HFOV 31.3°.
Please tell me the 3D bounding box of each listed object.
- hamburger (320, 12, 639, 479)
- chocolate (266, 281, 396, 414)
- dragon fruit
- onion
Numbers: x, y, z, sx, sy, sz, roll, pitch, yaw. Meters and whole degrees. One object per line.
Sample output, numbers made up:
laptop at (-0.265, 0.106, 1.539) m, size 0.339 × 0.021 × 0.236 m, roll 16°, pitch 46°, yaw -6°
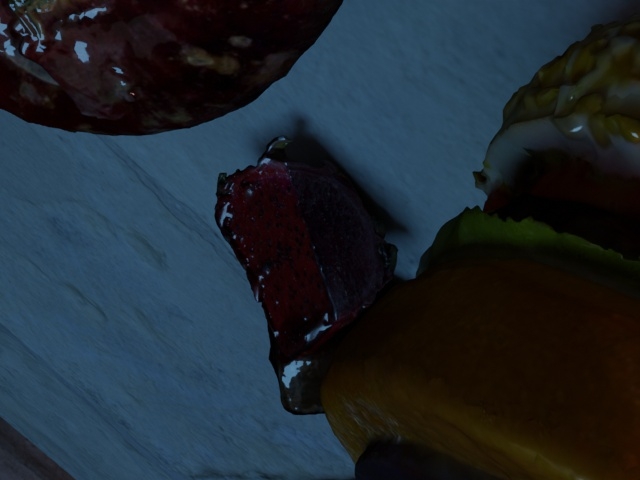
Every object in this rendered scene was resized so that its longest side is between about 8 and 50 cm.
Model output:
hamburger at (0.180, 0.071, 0.482) m, size 0.330 × 0.250 × 0.330 m, roll 36°, pitch 161°, yaw 14°
chocolate at (0.002, 0.069, 0.894) m, size 0.149 × 0.125 × 0.080 m, roll 19°, pitch 133°, yaw 41°
dragon fruit at (0.000, 0.000, 0.816) m, size 0.102 × 0.096 × 0.147 m, roll -31°, pitch 79°, yaw 52°
onion at (-0.096, -0.169, 0.523) m, size 0.246 × 0.190 × 0.246 m, roll 5°, pitch 133°, yaw 6°
